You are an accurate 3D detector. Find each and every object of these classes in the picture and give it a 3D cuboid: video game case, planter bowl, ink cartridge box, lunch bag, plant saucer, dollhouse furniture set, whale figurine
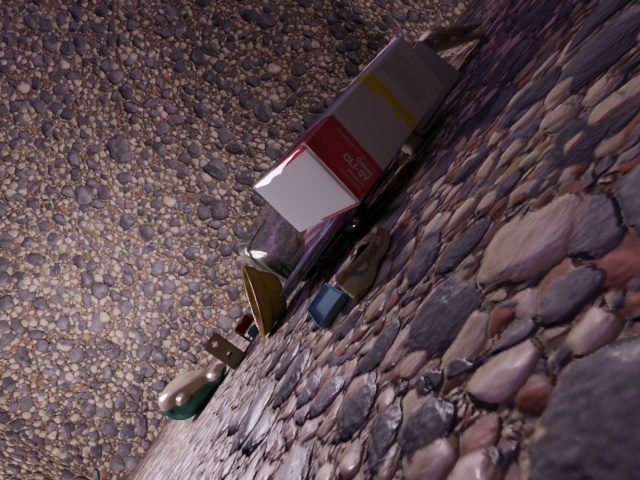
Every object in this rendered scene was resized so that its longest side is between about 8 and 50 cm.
[{"bbox_3d":[0.000,0.000,1.042,0.274,0.026,0.196,-54,5,19],"label":"video game case"},{"bbox_3d":[-0.152,0.160,1.234,0.090,0.218,0.217,-17,-6,-16],"label":"planter bowl"},{"bbox_3d":[0.064,-0.228,0.966,0.385,0.160,0.279,-53,14,-26],"label":"ink cartridge box"},{"bbox_3d":[-0.077,-0.019,1.330,0.256,0.212,0.305,-7,48,60],"label":"lunch bag"},{"bbox_3d":[0.009,0.112,0.764,0.067,0.018,0.192,-55,5,-5],"label":"plant saucer"},{"bbox_3d":[-0.297,0.325,1.492,0.184,0.128,0.129,-56,6,-17],"label":"dollhouse furniture set"},{"bbox_3d":[-0.454,0.556,1.589,0.271,0.141,0.216,-29,9,6],"label":"whale figurine"}]

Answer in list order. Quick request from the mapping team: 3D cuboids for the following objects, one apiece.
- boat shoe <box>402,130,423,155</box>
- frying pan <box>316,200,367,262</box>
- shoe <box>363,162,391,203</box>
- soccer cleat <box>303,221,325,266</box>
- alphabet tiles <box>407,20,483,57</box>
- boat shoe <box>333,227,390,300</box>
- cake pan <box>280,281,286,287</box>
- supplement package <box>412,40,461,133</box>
[{"bbox_3d":[0.210,-0.251,1.061,0.063,0.059,0.170,-52,6,14],"label":"boat shoe"},{"bbox_3d":[0.074,-0.042,0.989,0.197,0.053,0.326,-58,8,-27],"label":"frying pan"},{"bbox_3d":[0.145,-0.180,1.181,0.219,0.076,0.058,-60,24,10],"label":"shoe"},{"bbox_3d":[0.023,-0.047,1.172,0.095,0.083,0.248,15,89,47],"label":"soccer cleat"},{"bbox_3d":[0.323,-0.557,1.266,0.283,0.021,0.278,-16,5,-15],"label":"alphabet tiles"},{"bbox_3d":[0.065,0.024,0.659,0.056,0.048,0.153,-48,8,47],"label":"boat shoe"},{"bbox_3d":[-0.120,0.096,1.796,0.293,0.054,0.293,-53,5,7],"label":"cake pan"},{"bbox_3d":[0.247,-0.403,1.219,0.194,0.149,0.203,-54,6,-1],"label":"supplement package"}]
